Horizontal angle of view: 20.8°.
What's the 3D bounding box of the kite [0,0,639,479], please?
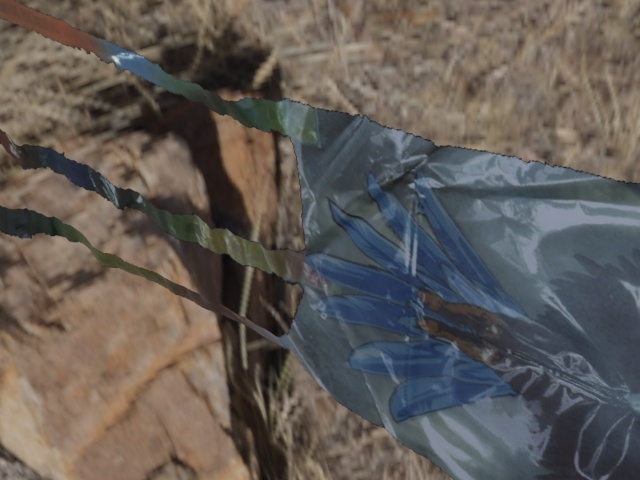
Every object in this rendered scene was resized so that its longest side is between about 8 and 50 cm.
[{"bbox_3d":[0.001,-0.001,0.517,0.310,0.169,0.015,27,50,17],"label":"kite"}]
